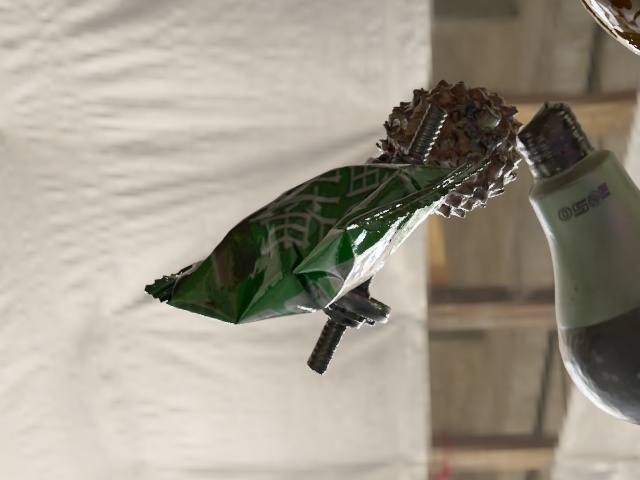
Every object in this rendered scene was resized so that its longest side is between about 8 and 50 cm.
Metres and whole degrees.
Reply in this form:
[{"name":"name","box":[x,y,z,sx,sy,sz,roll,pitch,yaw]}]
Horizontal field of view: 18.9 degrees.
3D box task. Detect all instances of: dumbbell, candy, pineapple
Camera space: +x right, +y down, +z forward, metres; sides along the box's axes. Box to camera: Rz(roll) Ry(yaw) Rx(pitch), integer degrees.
[{"name":"dumbbell","box":[0.049,-0.001,1.670,0.082,0.254,0.081,25,2,-1]},{"name":"candy","box":[0.003,0.003,1.260,0.203,0.141,0.078,-21,-72,39]},{"name":"pineapple","box":[0.153,-0.111,2.175,0.166,0.166,0.193,11,-22,-19]}]

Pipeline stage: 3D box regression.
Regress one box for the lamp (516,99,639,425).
[{"name":"lamp","box":[0.263,0.037,1.759,0.314,0.182,0.182,43,-45,-10]}]

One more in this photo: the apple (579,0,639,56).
[{"name":"apple","box":[0.326,-0.261,1.599,0.264,0.264,0.264,0,-31,0]}]
